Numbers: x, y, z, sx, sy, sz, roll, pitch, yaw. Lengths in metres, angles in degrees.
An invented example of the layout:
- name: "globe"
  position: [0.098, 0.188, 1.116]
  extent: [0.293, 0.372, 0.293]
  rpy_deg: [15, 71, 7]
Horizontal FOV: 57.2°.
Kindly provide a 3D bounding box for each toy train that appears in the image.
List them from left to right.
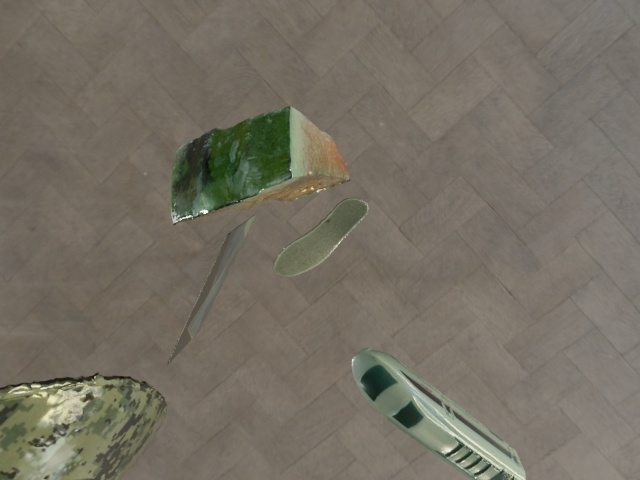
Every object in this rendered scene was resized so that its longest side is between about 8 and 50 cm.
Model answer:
- name: "toy train"
  position: [0.208, 0.333, 1.052]
  extent: [0.407, 0.088, 0.086]
  rpy_deg: [39, 110, -21]

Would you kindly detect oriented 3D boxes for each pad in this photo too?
- name: "pad"
  position: [-0.175, 0.076, 0.953]
  extent: [0.004, 0.163, 0.242]
  rpy_deg: [27, 106, 1]

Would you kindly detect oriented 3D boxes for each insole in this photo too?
- name: "insole"
  position: [0.000, 0.000, 1.040]
  extent: [0.080, 0.003, 0.232]
  rpy_deg: [28, 127, -30]

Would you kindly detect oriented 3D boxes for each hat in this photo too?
- name: "hat"
  position: [-0.203, 0.200, 0.357]
  extent: [0.266, 0.265, 0.128]
  rpy_deg: [-37, 65, 13]

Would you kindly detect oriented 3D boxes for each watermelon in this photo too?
- name: "watermelon"
  position: [-0.121, -0.138, 1.062]
  extent: [0.264, 0.302, 0.151]
  rpy_deg: [-17, 90, 27]
